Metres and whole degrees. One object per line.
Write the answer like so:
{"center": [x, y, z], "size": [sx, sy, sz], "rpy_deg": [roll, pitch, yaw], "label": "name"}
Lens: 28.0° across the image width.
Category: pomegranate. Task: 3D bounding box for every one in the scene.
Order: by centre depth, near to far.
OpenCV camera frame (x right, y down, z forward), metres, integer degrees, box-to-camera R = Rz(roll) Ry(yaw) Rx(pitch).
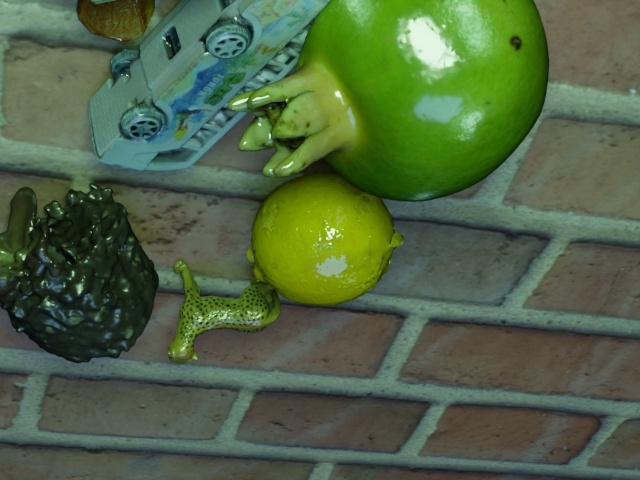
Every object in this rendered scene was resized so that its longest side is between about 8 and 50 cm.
{"center": [0.091, -0.144, 1.353], "size": [0.358, 0.216, 0.310], "rpy_deg": [-31, 165, -28], "label": "pomegranate"}

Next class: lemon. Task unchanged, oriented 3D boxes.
{"center": [0.000, 0.000, 1.631], "size": [0.206, 0.174, 0.173], "rpy_deg": [-22, 139, 17], "label": "lemon"}

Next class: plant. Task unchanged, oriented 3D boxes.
{"center": [-0.321, 0.034, 1.621], "size": [0.204, 0.178, 0.234], "rpy_deg": [-14, 132, 26], "label": "plant"}

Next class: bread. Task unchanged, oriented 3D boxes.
{"center": [-0.217, -0.257, 1.367], "size": [0.085, 0.053, 0.085], "rpy_deg": [5, 141, 4], "label": "bread"}

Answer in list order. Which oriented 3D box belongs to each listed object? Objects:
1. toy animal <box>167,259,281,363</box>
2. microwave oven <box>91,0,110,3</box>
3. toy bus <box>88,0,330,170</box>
{"center": [-0.121, 0.099, 1.761], "size": [0.181, 0.136, 0.073], "rpy_deg": [-1, 141, -9], "label": "toy animal"}
{"center": [-0.138, -0.324, 1.206], "size": [0.204, 0.163, 0.129], "rpy_deg": [-10, 165, 5], "label": "microwave oven"}
{"center": [-0.123, -0.199, 1.420], "size": [0.136, 0.109, 0.329], "rpy_deg": [14, 139, -41], "label": "toy bus"}
